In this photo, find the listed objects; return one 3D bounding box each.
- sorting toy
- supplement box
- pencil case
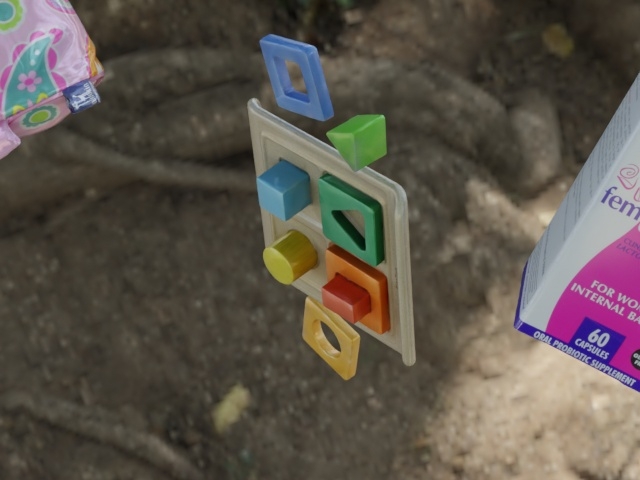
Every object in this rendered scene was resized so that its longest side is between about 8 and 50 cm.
[{"bbox_3d":[0.000,0.000,1.372,0.047,0.348,0.196,-32,47,-27],"label":"sorting toy"},{"bbox_3d":[0.240,-0.020,1.205,0.111,0.220,0.114,26,25,-1],"label":"supplement box"},{"bbox_3d":[-0.272,-0.199,1.229,0.124,0.284,0.124,-30,5,3],"label":"pencil case"}]
